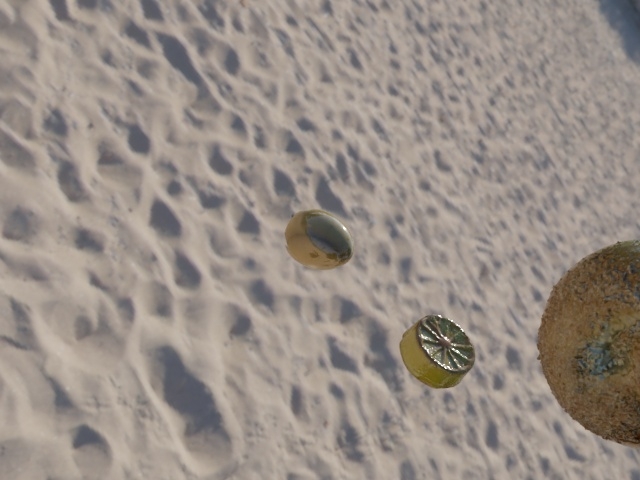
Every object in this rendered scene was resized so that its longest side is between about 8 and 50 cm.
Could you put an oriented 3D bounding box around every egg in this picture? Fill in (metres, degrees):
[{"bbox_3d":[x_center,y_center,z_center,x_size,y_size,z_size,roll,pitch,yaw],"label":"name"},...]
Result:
[{"bbox_3d":[0.000,0.000,1.177,0.080,0.096,0.080,-30,128,-47],"label":"egg"}]

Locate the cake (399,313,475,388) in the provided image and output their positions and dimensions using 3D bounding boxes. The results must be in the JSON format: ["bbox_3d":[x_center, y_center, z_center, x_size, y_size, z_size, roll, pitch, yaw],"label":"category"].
[{"bbox_3d":[0.129,0.124,0.969,0.084,0.044,0.084,19,46,-21],"label":"cake"}]

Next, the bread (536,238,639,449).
[{"bbox_3d":[0.427,0.145,1.189,0.159,0.305,0.305,-13,72,-43],"label":"bread"}]
